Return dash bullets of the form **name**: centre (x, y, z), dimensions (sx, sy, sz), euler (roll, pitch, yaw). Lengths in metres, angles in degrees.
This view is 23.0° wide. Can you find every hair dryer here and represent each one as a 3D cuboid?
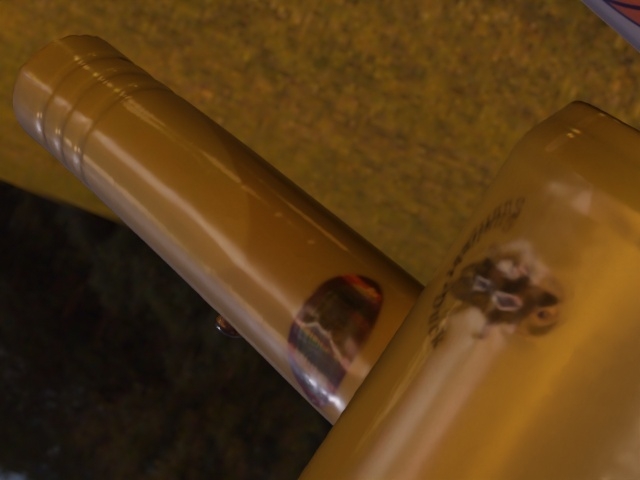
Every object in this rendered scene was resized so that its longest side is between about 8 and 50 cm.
- **hair dryer**: centre (0.000, 0.000, 0.421), dimensions (0.090, 0.135, 0.279), euler (21, -167, -46)

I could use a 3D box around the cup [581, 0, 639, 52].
- **cup**: centre (0.206, -0.201, 0.803), dimensions (0.317, 0.212, 0.212), euler (35, 167, -29)
